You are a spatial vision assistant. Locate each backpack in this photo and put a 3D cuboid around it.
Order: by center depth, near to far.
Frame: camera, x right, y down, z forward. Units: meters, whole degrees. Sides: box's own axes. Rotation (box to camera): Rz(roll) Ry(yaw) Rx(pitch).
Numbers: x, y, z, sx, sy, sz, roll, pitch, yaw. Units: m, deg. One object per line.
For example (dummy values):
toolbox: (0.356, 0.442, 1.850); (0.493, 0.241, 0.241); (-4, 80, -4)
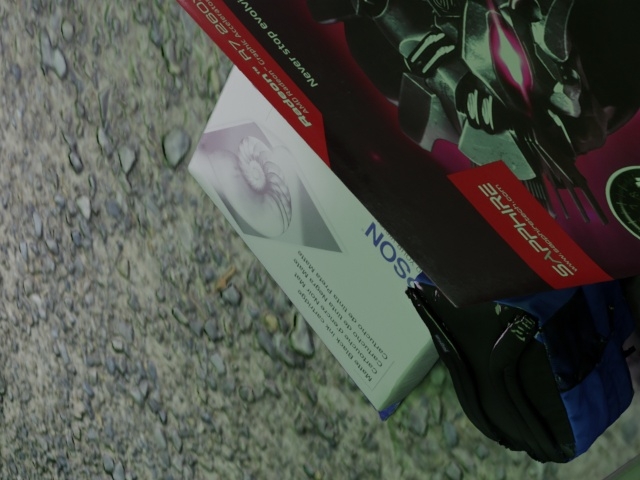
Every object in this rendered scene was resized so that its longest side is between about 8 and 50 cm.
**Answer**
backpack: (0.124, 0.056, 0.887); (0.098, 0.101, 0.120); (18, 136, 51)

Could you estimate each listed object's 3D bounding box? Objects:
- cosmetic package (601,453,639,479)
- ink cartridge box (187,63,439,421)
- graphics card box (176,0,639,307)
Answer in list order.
cosmetic package: (0.169, 0.210, 0.868); (0.151, 0.151, 0.184); (55, 160, 13)
ink cartridge box: (0.000, 0.000, 1.075); (0.223, 0.045, 0.224); (51, 148, 15)
graphics card box: (0.114, -0.096, 0.669); (0.233, 0.094, 0.371); (48, 150, -18)
